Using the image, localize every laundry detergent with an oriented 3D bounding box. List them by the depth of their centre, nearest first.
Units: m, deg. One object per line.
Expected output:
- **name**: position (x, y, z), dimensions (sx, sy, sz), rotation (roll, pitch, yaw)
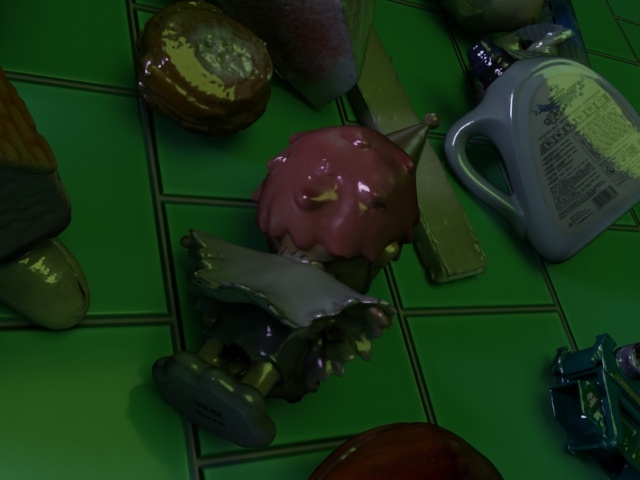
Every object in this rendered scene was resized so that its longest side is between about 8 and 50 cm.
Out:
- **laundry detergent**: position (0.274, -0.131, 0.873), dimensions (0.280, 0.215, 0.105), rotation (48, 6, 3)

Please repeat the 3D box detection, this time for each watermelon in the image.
- **watermelon**: position (-0.038, -0.318, 0.778), dimensions (0.231, 0.193, 0.310), rotation (12, 83, -66)

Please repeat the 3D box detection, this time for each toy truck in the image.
- **toy truck**: position (0.339, 0.212, 0.744), dimensions (0.216, 0.110, 0.116), rotation (46, 61, 1)

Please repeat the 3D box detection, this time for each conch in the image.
- **conch**: position (0.283, -0.241, 0.990), dimensions (0.153, 0.102, 0.135), rotation (-28, 42, -10)

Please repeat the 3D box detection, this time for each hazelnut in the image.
- **hazelnut**: position (0.052, 0.240, 0.504), dimensions (0.208, 0.208, 0.208), rotation (16, 55, -23)

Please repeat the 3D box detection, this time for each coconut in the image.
- **coconut**: position (0.258, -0.390, 1.033), dimensions (0.170, 0.171, 0.183), rotation (-19, 70, -38)

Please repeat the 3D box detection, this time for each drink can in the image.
- **drink can**: position (0.367, -0.285, 1.077), dimensions (0.097, 0.097, 0.235), rotation (14, 54, -24)

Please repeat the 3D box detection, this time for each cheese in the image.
- **cheese**: position (0.094, -0.132, 0.850), dimensions (0.085, 0.034, 0.400), rotation (-6, 65, -35)

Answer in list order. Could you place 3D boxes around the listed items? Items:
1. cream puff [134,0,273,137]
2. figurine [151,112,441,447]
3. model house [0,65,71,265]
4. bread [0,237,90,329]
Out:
- **cream puff**: position (-0.118, -0.166, 0.694), dimensions (0.143, 0.103, 0.126), rotation (19, 66, -21)
- **figurine**: position (0.000, 0.000, 0.636), dimensions (0.207, 0.166, 0.387), rotation (16, 51, 24)
- **model house**: position (-0.298, -0.072, 0.389), dimensions (0.236, 0.237, 0.202), rotation (-25, 84, -18)
- **bread**: position (-0.268, -0.012, 0.536), dimensions (0.214, 0.053, 0.073), rotation (37, 45, -6)
